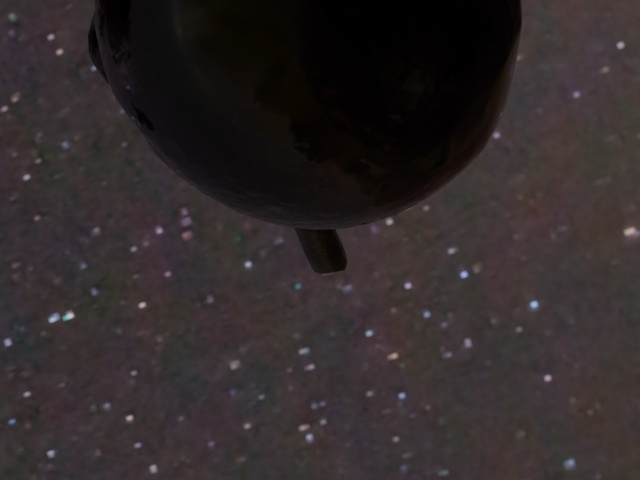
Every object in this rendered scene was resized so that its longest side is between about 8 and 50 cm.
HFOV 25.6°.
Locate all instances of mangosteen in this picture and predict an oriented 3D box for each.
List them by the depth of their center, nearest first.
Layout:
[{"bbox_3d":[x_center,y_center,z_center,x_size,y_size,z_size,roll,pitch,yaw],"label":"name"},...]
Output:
[{"bbox_3d":[-0.023,-0.156,0.931,0.297,0.313,0.297,-22,-62,-51],"label":"mangosteen"}]

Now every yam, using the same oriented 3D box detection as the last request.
[{"bbox_3d":[0.000,0.000,1.468,0.094,0.043,0.043,70,-157,-50],"label":"yam"}]
